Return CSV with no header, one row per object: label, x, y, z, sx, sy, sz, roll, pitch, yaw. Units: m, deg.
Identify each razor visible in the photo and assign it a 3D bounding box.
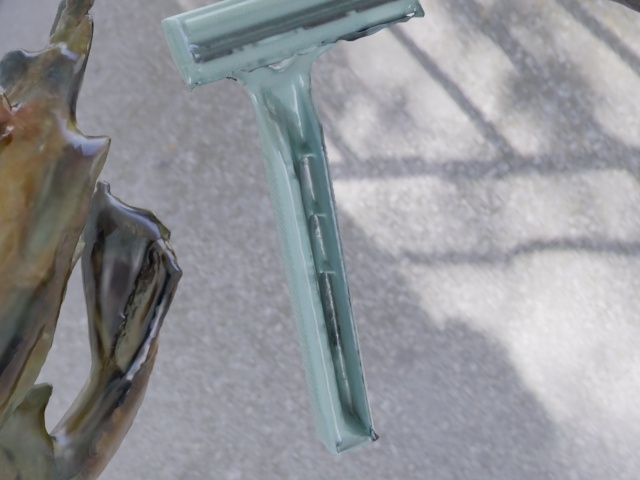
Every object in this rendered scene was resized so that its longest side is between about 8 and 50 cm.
razor,-0.004,-0.005,0.721,0.111,0.278,0.056,-20,41,-15

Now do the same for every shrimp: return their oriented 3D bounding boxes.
shrimp,-0.109,0.034,0.593,0.059,0.145,0.254,14,76,41

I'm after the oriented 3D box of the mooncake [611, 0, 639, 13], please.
mooncake,0.320,-0.233,1.082,0.283,0.283,0.141,33,119,42
